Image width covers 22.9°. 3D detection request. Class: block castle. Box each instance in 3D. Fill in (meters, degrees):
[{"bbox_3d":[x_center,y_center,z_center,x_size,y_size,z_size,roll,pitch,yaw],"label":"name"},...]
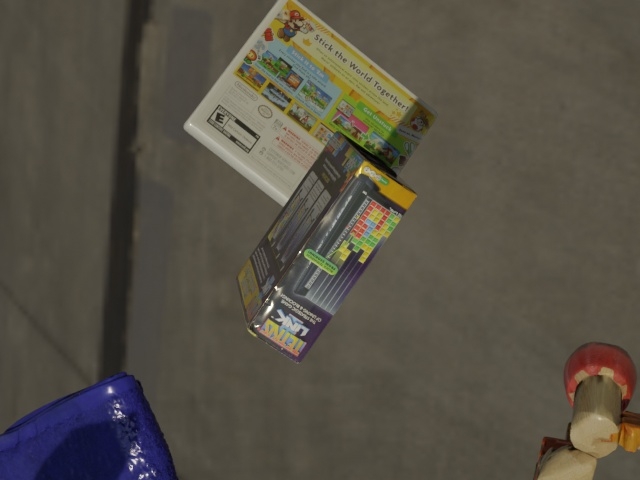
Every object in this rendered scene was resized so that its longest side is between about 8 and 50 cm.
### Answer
[{"bbox_3d":[0.383,0.360,1.835,0.213,0.303,0.453,-62,-18,-65],"label":"block castle"}]

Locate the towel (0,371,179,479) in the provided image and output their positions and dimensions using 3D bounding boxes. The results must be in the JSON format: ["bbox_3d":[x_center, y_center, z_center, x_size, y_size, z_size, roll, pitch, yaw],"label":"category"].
[{"bbox_3d":[-0.187,0.290,1.455,0.227,0.076,0.308,-26,85,33],"label":"towel"}]

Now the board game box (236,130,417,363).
[{"bbox_3d":[0.000,0.000,1.127,0.141,0.048,0.170,-56,10,6],"label":"board game box"}]

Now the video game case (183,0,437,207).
[{"bbox_3d":[-0.007,-0.133,1.761,0.206,0.227,0.026,-56,9,-24],"label":"video game case"}]
